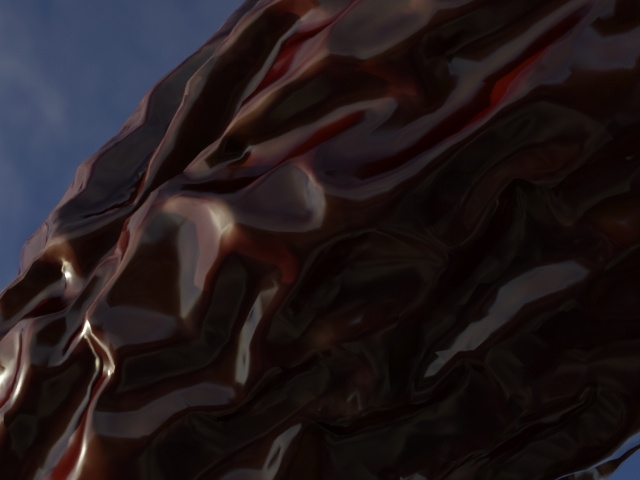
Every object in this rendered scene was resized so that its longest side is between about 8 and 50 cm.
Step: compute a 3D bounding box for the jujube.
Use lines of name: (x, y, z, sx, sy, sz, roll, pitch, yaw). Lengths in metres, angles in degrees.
jujube: (0.023, 0.007, 0.412, 0.230, 0.155, 0.155, -43, -44, 3)
